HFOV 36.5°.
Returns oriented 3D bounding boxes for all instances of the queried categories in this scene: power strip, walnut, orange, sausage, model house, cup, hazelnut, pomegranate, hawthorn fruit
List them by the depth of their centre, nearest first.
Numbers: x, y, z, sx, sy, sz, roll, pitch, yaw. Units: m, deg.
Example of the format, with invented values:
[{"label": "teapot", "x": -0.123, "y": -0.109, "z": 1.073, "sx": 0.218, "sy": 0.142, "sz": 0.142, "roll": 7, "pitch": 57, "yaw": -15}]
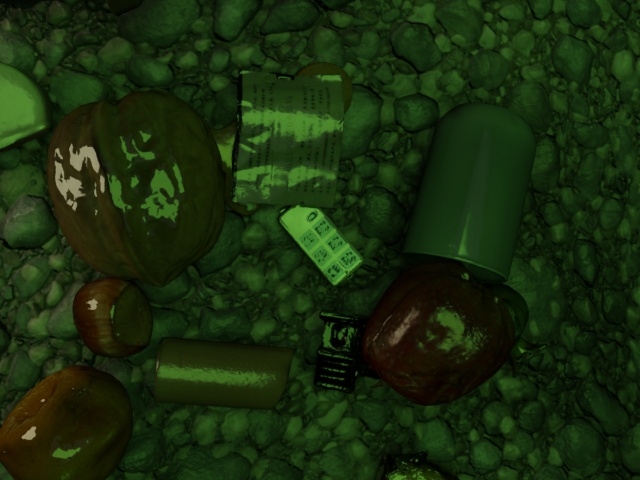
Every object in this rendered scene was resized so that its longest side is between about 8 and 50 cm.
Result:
[{"label": "walnut", "x": -0.316, "y": -0.084, "z": 1.693, "sx": 0.306, "sy": 0.306, "sz": 0.343, "roll": -10, "pitch": 82, "yaw": -10}, {"label": "orange", "x": -0.435, "y": 0.346, "z": 1.702, "sx": 0.249, "sy": 0.249, "sz": 0.183, "roll": -41, "pitch": 112, "yaw": -8}, {"label": "hawthorn fruit", "x": 0.209, "y": 0.168, "z": 1.724, "sx": 0.258, "sy": 0.258, "sz": 0.262, "roll": 45, "pitch": 74, "yaw": -7}, {"label": "hazelnut", "x": -0.381, "y": 0.141, "z": 1.754, "sx": 0.150, "sy": 0.150, "sz": 0.150, "roll": 0, "pitch": 89, "yaw": -10}, {"label": "sausage", "x": -0.178, "y": 0.247, "z": 1.792, "sx": 0.253, "sy": 0.123, "sz": 0.123, "roll": 6, "pitch": 88, "yaw": -9}, {"label": "cup", "x": 0.288, "y": -0.089, "z": 1.830, "sx": 0.206, "sy": 0.205, "sz": 0.312, "roll": 17, "pitch": 81, "yaw": -9}, {"label": "model house", "x": 0.061, "y": 0.216, "z": 1.843, "sx": 0.165, "sy": 0.106, "sz": 0.152, "roll": 11, "pitch": 86, "yaw": -5}, {"label": "power strip", "x": 0.000, "y": 0.000, "z": 1.871, "sx": 0.081, "sy": 0.035, "sz": 0.192, "roll": -41, "pitch": 97, "yaw": -8}, {"label": "pomegranate", "x": 0.349, "y": 0.178, "z": 1.884, "sx": 0.152, "sy": 0.131, "sz": 0.191, "roll": -38, "pitch": 107, "yaw": 1}]

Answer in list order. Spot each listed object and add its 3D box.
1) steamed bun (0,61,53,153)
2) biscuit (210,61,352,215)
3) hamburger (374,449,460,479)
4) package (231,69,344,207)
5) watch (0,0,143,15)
[{"label": "steamed bun", "x": -0.606, "y": -0.227, "z": 1.710, "sx": 0.242, "sy": 0.146, "sz": 0.164, "roll": -25, "pitch": 97, "yaw": -8}, {"label": "biscuit", "x": -0.078, "y": -0.220, "z": 1.855, "sx": 0.340, "sy": 0.047, "sz": 0.216, "roll": -36, "pitch": 96, "yaw": -8}, {"label": "hamburger", "x": 0.191, "y": 0.550, "z": 1.848, "sx": 0.211, "sy": 0.132, "sz": 0.308, "roll": 11, "pitch": 88, "yaw": -10}, {"label": "package", "x": -0.061, "y": -0.190, "z": 1.804, "sx": 0.204, "sy": 0.062, "sz": 0.250, "roll": 2, "pitch": 91, "yaw": -9}, {"label": "watch", "x": -0.456, "y": -0.519, "z": 1.687, "sx": 0.327, "sy": 0.335, "sz": 0.314, "roll": -10, "pitch": 97, "yaw": 9}]
